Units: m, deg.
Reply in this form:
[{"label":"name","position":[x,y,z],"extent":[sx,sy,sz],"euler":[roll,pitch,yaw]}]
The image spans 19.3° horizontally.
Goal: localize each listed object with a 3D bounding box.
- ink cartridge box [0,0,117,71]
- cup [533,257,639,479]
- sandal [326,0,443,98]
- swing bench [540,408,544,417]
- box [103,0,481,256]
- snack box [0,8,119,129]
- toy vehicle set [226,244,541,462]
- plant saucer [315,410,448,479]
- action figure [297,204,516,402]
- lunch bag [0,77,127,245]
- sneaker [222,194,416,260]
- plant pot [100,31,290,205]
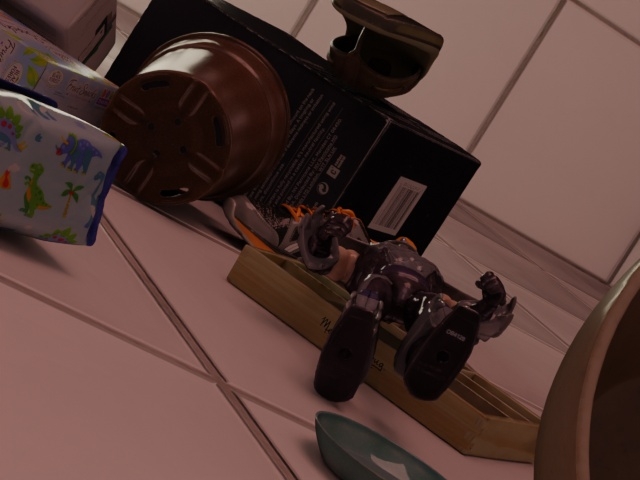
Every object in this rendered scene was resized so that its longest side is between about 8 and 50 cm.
[{"label":"ink cartridge box","position":[-0.297,-0.255,1.950],"extent":[0.160,0.092,0.219],"euler":[36,-15,3]},{"label":"cup","position":[0.262,0.152,1.160],"extent":[0.331,0.331,0.237],"euler":[31,-19,-8]},{"label":"sandal","position":[0.060,-0.188,1.986],"extent":[0.120,0.086,0.303],"euler":[27,-8,8]},{"label":"swing bench","position":[0.389,0.200,1.781],"extent":[0.254,0.165,0.253],"euler":[27,9,-32]},{"label":"box","position":[-0.032,-0.118,2.128],"extent":[0.312,0.179,0.343],"euler":[36,8,21]},{"label":"snack box","position":[-0.312,-0.180,1.791],"extent":[0.207,0.070,0.174],"euler":[35,6,16]},{"label":"toy vehicle set","position":[0.061,0.097,1.601],"extent":[0.267,0.035,0.166],"euler":[35,8,26]},{"label":"plant saucer","position":[0.042,0.150,1.201],"extent":[0.119,0.021,0.119],"euler":[32,7,-4]},{"label":"action figure","position":[0.064,0.045,1.484],"extent":[0.185,0.099,0.285],"euler":[15,16,-2]},{"label":"lunch bag","position":[-0.228,-0.064,1.274],"extent":[0.151,0.096,0.129],"euler":[18,-2,44]},{"label":"sneaker","position":[0.000,0.000,1.835],"extent":[0.215,0.083,0.084],"euler":[27,10,-27]},{"label":"plant pot","position":[-0.125,-0.107,1.772],"extent":[0.167,0.167,0.165],"euler":[32,14,4]}]
